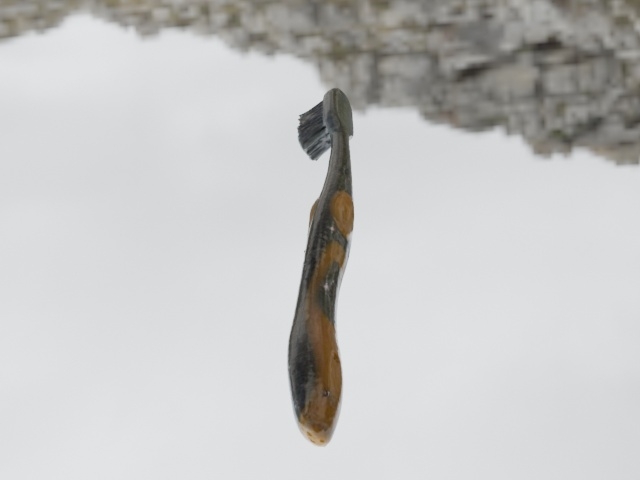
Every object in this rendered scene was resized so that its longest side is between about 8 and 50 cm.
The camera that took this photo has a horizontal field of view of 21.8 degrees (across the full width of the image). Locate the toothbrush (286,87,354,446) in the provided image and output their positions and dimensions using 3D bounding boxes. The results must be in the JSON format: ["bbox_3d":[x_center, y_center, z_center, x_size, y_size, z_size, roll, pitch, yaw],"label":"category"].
[{"bbox_3d":[0.002,-0.002,0.748,0.031,0.023,0.321,-40,-160,17],"label":"toothbrush"}]
